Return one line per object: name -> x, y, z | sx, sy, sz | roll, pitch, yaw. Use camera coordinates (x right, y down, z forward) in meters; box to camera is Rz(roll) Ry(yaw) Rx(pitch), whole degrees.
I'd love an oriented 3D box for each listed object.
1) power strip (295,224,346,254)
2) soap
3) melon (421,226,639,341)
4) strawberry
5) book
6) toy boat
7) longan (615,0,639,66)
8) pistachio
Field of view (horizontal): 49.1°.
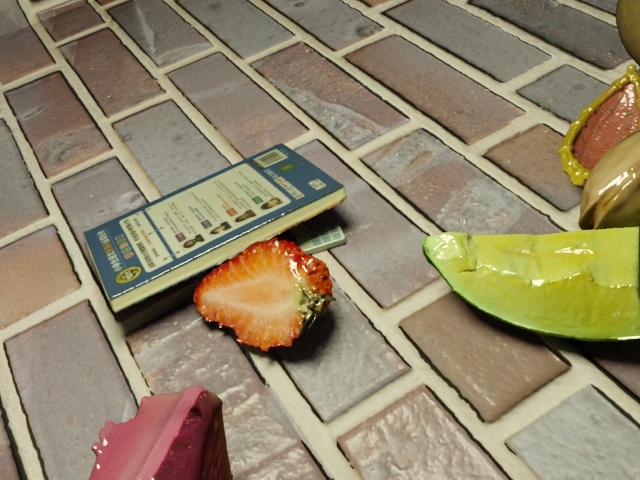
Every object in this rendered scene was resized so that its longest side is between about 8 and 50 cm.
power strip -> 0.000, 0.000, 1.221 | 0.090, 0.016, 0.040 | -17, 44, -5
soap -> -0.186, 0.320, 0.786 | 0.128, 0.220, 0.325 | -2, 21, 6
melon -> 0.313, 0.047, 1.025 | 0.324, 0.124, 0.196 | 4, 39, 21
strawberry -> -0.071, 0.083, 1.100 | 0.236, 0.107, 0.175 | 28, 95, 37
book -> -0.200, -0.042, 1.249 | 0.428, 0.039, 0.300 | -27, 31, -13
toy boat -> 0.506, -0.183, 1.240 | 0.141, 0.099, 0.318 | 14, 52, 30
longan -> 0.704, -0.390, 1.226 | 0.361, 0.360, 0.360 | -7, 44, 6
pistachio -> 0.496, -0.085, 1.063 | 0.261, 0.212, 0.162 | -32, 54, -5
